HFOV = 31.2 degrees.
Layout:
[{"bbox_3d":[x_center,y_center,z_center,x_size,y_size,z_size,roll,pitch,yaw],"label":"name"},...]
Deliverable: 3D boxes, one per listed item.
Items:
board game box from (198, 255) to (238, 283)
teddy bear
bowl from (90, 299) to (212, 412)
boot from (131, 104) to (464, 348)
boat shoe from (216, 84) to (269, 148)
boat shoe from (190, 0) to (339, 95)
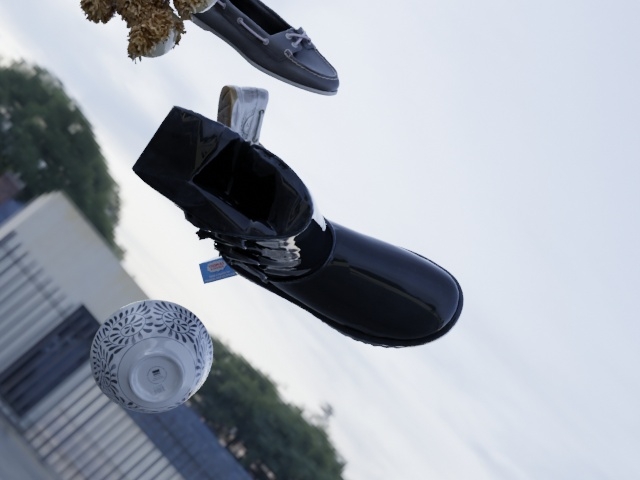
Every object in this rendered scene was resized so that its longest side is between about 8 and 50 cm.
[{"bbox_3d":[-0.082,0.017,1.840,0.211,0.160,0.039,-24,98,-72],"label":"board game box"},{"bbox_3d":[-0.233,-0.386,1.537,0.113,0.245,0.338,21,51,-43],"label":"teddy bear"},{"bbox_3d":[-0.227,0.172,1.561,0.170,0.170,0.080,54,0,-20],"label":"bowl"},{"bbox_3d":[-0.002,0.000,1.420,0.367,0.146,0.445,17,-14,11],"label":"boot"},{"bbox_3d":[-0.139,-0.151,2.057,0.098,0.096,0.277,-117,-149,-45],"label":"boat shoe"},{"bbox_3d":[-0.100,-0.360,1.941,0.335,0.112,0.095,34,-61,17],"label":"boat shoe"}]
